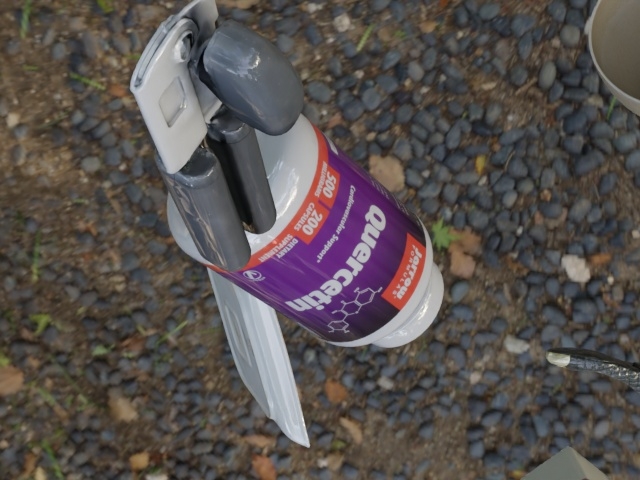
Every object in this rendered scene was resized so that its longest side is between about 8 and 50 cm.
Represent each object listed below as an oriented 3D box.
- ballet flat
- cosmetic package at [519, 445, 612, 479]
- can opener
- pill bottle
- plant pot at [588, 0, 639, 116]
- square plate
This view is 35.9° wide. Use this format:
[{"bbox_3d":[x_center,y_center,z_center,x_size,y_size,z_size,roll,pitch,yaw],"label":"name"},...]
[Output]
[{"bbox_3d":[0.383,0.179,1.328,0.173,0.057,0.049,16,97,-10],"label":"ballet flat"},{"bbox_3d":[0.233,0.334,0.812,0.153,0.296,0.129,-43,114,13],"label":"cosmetic package"},{"bbox_3d":[-0.055,-0.050,0.652,0.095,0.283,0.076,28,71,16],"label":"can opener"},{"bbox_3d":[0.000,0.000,1.069,0.181,0.181,0.323,-32,136,22],"label":"pill bottle"},{"bbox_3d":[0.578,-0.289,1.546,0.284,0.191,0.284,-8,67,20],"label":"plant pot"},{"bbox_3d":[-0.125,0.152,1.715,0.049,0.344,0.347,-19,107,-13],"label":"square plate"}]
